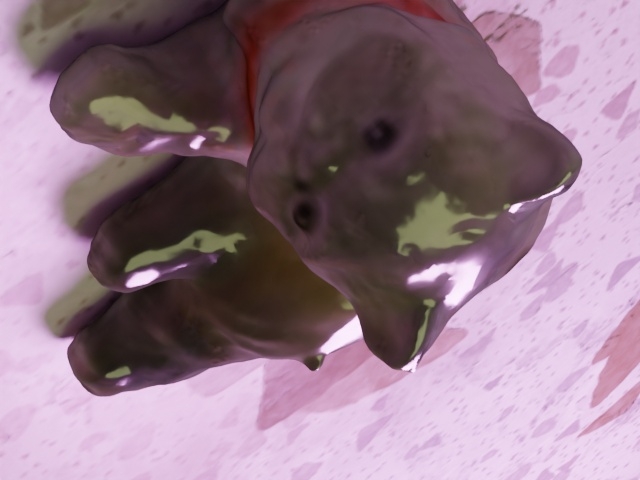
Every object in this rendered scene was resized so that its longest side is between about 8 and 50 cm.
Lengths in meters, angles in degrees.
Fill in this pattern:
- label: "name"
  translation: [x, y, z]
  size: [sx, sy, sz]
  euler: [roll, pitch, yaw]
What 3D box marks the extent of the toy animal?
- label: "toy animal"
  translation: [0.000, 0.000, 0.813]
  size: [0.308, 0.188, 0.266]
  euler: [-53, 160, 17]
